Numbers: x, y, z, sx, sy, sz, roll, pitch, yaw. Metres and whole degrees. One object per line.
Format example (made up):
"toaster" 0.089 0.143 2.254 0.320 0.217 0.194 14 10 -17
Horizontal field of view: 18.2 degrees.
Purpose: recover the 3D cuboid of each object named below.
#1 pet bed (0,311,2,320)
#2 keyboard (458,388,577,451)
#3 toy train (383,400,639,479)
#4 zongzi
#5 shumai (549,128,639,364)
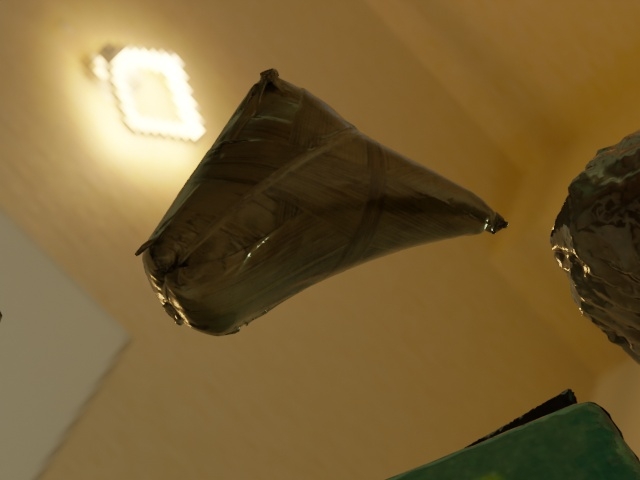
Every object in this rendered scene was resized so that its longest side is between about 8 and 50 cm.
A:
"pet bed" -0.263 0.038 0.852 0.183 0.211 0.159 -61 -167 -20
"keyboard" 0.038 0.134 0.861 0.196 0.015 0.074 -33 -129 31
"toy train" 0.045 0.180 0.403 0.194 0.120 0.298 -21 -131 -12
"zongzi" 0.000 0.000 1.316 0.194 0.197 0.099 -54 164 -28
"shumai" 0.304 -0.041 1.198 0.267 0.314 0.262 123 -15 -63
